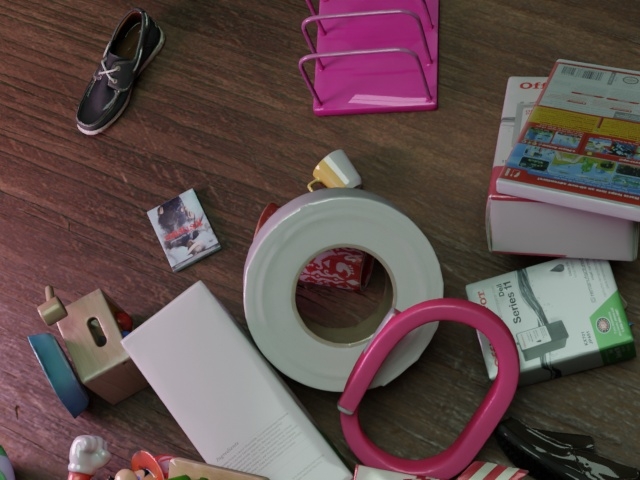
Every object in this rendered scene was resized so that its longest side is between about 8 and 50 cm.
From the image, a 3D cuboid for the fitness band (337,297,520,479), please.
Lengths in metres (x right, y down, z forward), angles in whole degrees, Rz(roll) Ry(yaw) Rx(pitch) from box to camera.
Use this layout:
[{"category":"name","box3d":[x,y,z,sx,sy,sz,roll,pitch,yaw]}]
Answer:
[{"category":"fitness band","box3d":[0.148,0.209,1.669,0.209,0.054,0.291,29,109,-3]}]

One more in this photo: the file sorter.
[{"category":"file sorter","box3d":[0.079,-0.374,1.941,0.202,0.182,0.290,-2,68,12]}]

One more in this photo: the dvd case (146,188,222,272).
[{"category":"dvd case","box3d":[-0.220,-0.017,1.953,0.087,0.013,0.119,-27,66,1]}]

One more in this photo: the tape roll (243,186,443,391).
[{"category":"tape roll","box3d":[0.031,0.070,1.734,0.286,0.100,0.286,-1,100,-4]}]

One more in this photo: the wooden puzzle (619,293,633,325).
[{"category":"wooden puzzle","box3d":[0.400,0.089,1.772,0.079,0.014,0.116,-29,65,5]}]

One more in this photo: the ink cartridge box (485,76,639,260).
[{"category":"ink cartridge box","box3d":[0.356,-0.111,1.749,0.207,0.117,0.283,3,44,14]}]

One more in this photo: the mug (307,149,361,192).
[{"category":"mug","box3d":[0.027,-0.094,1.910,0.078,0.062,0.064,-45,73,16]}]

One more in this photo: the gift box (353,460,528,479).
[{"category":"gift box","box3d":[0.165,0.423,1.551,0.276,0.258,0.255,2,69,15]}]

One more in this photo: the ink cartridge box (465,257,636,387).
[{"category":"ink cartridge box","box3d":[0.326,0.114,1.728,0.208,0.087,0.153,-18,66,11]}]

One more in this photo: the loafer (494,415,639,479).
[{"category":"loafer","box3d":[0.343,0.301,1.669,0.220,0.080,0.078,30,67,17]}]

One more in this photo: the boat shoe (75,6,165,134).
[{"category":"boat shoe","box3d":[-0.353,-0.289,2.061,0.084,0.079,0.233,25,77,19]}]

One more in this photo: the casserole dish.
[{"category":"casserole dish","box3d":[-0.386,0.198,1.809,0.037,0.188,0.114,-29,70,-11]}]

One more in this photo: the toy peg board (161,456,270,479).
[{"category":"toy peg board","box3d":[-0.155,0.377,1.563,0.161,0.079,0.160,5,92,35]}]

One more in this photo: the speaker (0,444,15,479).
[{"category":"speaker","box3d":[-0.490,0.451,1.759,0.131,0.131,0.296,-20,65,4]}]

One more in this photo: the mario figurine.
[{"category":"mario figurine","box3d":[-0.326,0.382,1.676,0.320,0.170,0.198,-27,91,-26]}]

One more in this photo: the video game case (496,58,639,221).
[{"category":"video game case","box3d":[0.384,-0.146,1.675,0.204,0.025,0.285,13,48,22]}]

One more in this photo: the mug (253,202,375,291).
[{"category":"mug","box3d":[-0.002,-0.001,1.847,0.169,0.113,0.150,13,73,14]}]

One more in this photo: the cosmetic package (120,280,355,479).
[{"category":"cosmetic package","box3d":[-0.103,0.257,1.715,0.155,0.197,0.365,-38,67,-3]}]

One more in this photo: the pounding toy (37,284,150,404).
[{"category":"pounding toy","box3d":[-0.340,0.124,1.815,0.094,0.206,0.181,-29,65,0]}]
